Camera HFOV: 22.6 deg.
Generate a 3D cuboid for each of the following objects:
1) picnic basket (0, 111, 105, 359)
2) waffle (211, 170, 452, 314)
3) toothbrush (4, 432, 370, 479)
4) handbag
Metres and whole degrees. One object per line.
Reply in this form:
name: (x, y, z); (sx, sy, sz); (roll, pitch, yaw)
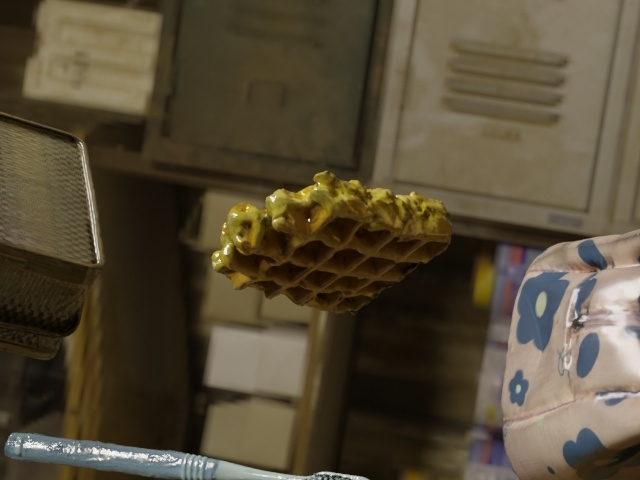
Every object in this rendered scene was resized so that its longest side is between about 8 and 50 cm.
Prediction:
picnic basket: (-0.342, -0.011, 1.737); (0.139, 0.165, 0.266); (-57, 32, 29)
waffle: (0.000, 0.000, 1.497); (0.160, 0.211, 0.055); (-37, 54, 36)
toothbrush: (-0.073, 0.118, 0.828); (0.019, 0.219, 0.016); (17, -102, -62)
handbag: (0.260, 0.091, 0.995); (0.193, 0.251, 0.190); (140, 145, -66)
